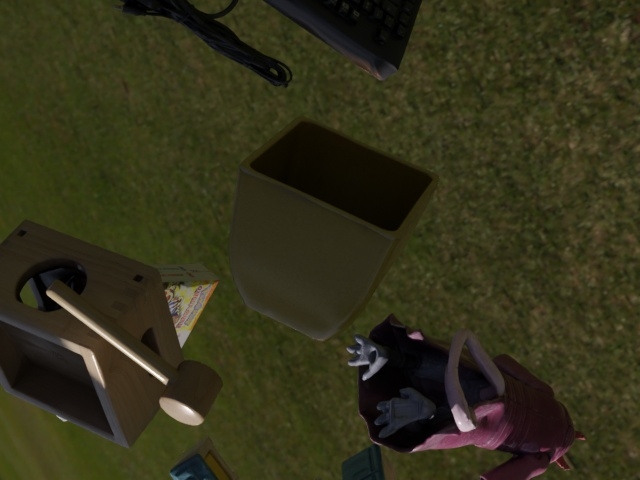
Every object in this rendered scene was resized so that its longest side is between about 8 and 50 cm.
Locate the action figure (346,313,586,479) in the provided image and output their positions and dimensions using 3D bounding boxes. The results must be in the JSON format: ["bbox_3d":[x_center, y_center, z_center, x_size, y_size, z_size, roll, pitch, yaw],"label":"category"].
[{"bbox_3d":[0.225,0.205,1.231,0.275,0.370,0.248,-36,40,48],"label":"action figure"}]

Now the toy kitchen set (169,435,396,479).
[{"bbox_3d":[-0.040,0.274,1.069,0.166,0.207,0.122,57,-174,-12],"label":"toy kitchen set"}]

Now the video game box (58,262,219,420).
[{"bbox_3d":[-0.235,0.124,1.200,0.048,0.187,0.205,34,103,19],"label":"video game box"}]

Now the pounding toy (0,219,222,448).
[{"bbox_3d":[-0.149,0.061,0.688,0.206,0.094,0.181,19,141,21],"label":"pounding toy"}]

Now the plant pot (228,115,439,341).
[{"bbox_3d":[0.000,0.000,0.473,0.081,0.081,0.083,25,121,9],"label":"plant pot"}]

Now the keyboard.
[{"bbox_3d":[-0.051,-0.232,0.780,0.317,0.202,0.033,29,165,-27],"label":"keyboard"}]
